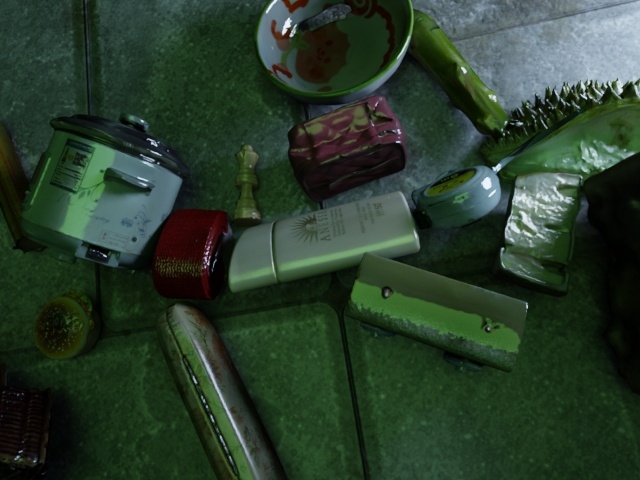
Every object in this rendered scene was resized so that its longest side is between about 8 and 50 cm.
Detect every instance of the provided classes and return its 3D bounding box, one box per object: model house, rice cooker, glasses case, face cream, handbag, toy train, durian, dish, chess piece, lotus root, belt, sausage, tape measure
[{"bbox_3d":[-0.623,0.379,0.904,0.282,0.297,0.317,-29,37,-8],"label":"model house"},{"bbox_3d":[-0.403,-0.099,0.927,0.264,0.316,0.317,22,78,-31],"label":"rice cooker"},{"bbox_3d":[-0.174,0.301,0.859,0.098,0.156,0.425,-30,75,-1],"label":"glasses case"},{"bbox_3d":[0.000,0.000,0.917,0.348,0.081,0.173,-13,36,6],"label":"face cream"},{"bbox_3d":[0.052,-0.174,0.941,0.225,0.146,0.135,-18,70,4],"label":"handbag"},{"bbox_3d":[0.184,0.133,0.823,0.299,0.202,0.131,17,78,13],"label":"toy train"},{"bbox_3d":[0.504,-0.202,0.925,0.394,0.163,0.198,-8,115,10],"label":"durian"},{"bbox_3d":[0.032,-0.404,1.011,0.324,0.124,0.324,-4,70,11],"label":"dish"},{"bbox_3d":[-0.153,-0.118,1.004,0.060,0.060,0.172,-5,75,7],"label":"chess piece"},{"bbox_3d":[0.380,-0.007,0.854,0.119,0.138,0.235,13,61,16],"label":"lotus root"},{"bbox_3d":[-0.248,0.023,0.929,0.124,0.128,0.201,1,45,8],"label":"belt"},{"bbox_3d":[-0.698,-0.143,1.076,0.082,0.082,0.371,-31,74,0],"label":"sausage"},{"bbox_3d":[0.318,-0.109,0.849,0.330,0.164,0.084,-24,113,21],"label":"tape measure"}]

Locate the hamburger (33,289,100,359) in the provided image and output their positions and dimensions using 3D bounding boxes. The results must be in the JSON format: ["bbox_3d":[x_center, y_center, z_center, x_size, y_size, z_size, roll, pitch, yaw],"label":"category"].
[{"bbox_3d":[-0.509,0.170,0.975,0.141,0.081,0.126,-44,75,-2],"label":"hamburger"}]

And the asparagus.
[{"bbox_3d":[0.270,-0.333,0.977,0.082,0.085,0.343,-38,73,12],"label":"asparagus"}]

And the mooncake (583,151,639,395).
[{"bbox_3d":[0.584,0.051,0.754,0.393,0.246,0.394,33,80,-1],"label":"mooncake"}]
